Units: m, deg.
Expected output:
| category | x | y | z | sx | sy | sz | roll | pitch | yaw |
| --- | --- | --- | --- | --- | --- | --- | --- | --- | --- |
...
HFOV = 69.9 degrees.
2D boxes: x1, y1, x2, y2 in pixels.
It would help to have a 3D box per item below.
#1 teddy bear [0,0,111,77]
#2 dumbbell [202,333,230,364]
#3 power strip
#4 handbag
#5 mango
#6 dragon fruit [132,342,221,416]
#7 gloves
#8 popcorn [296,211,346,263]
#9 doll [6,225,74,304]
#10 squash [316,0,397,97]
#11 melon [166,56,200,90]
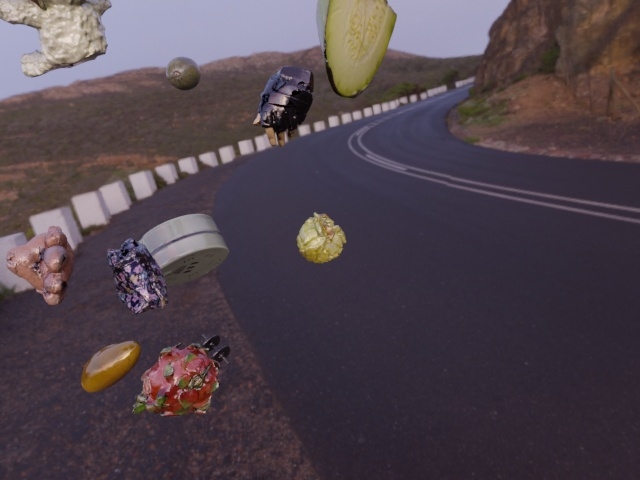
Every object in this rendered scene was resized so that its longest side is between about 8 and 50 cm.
| category | x | y | z | sx | sy | sz | roll | pitch | yaw |
| --- | --- | --- | --- | --- | --- | --- | --- | --- | --- |
| teddy bear | -0.752 | -0.679 | 1.277 | 0.376 | 0.362 | 0.327 | 11 | 37 | 42 |
| dumbbell | -0.338 | 0.350 | 1.479 | 0.069 | 0.069 | 0.147 | -24 | 50 | -40 |
| power strip | -0.540 | 0.045 | 1.843 | 0.358 | 0.161 | 0.357 | -27 | -15 | -8 |
| handbag | -0.518 | 0.097 | 1.289 | 0.127 | 0.207 | 0.229 | -21 | 9 | -25 |
| mango | -0.658 | 0.388 | 1.452 | 0.253 | 0.113 | 0.138 | -36 | 18 | 20 |
| dragon fruit | -0.296 | 0.297 | 0.935 | 0.137 | 0.236 | 0.135 | 22 | 37 | -33 |
| gloves | -0.102 | -0.356 | 1.245 | 0.165 | 0.203 | 0.124 | 5 | -15 | 20 |
| popcorn | 0.000 | 0.000 | 1.340 | 0.135 | 0.141 | 0.162 | -48 | 7 | -14 |
| doll | -0.716 | 0.063 | 1.171 | 0.156 | 0.201 | 0.303 | 6 | 0 | -29 |
| squash | 0.083 | -0.422 | 0.975 | 0.237 | 0.155 | 0.204 | 11 | -52 | -50 |
| melon | -0.414 | -0.506 | 1.387 | 0.098 | 0.098 | 0.130 | -11 | 25 | 4 |
